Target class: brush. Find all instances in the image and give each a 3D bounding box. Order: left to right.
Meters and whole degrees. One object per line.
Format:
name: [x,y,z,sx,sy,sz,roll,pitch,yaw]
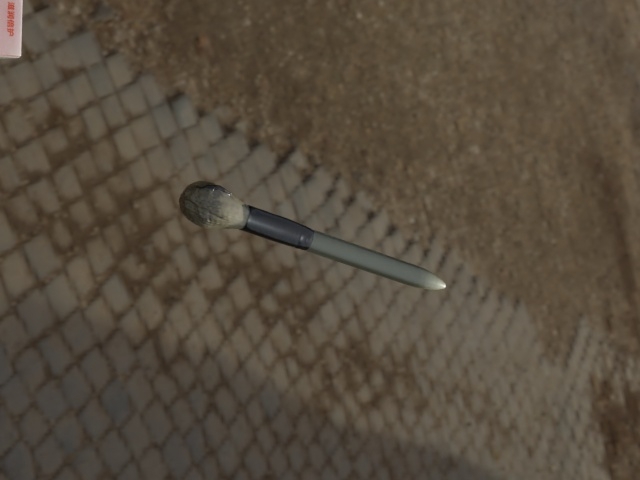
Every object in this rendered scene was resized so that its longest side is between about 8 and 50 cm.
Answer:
brush: [0.000,0.000,1.272,0.299,0.039,0.042,17,74,-25]

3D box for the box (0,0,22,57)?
box: [-0.315,-0.206,1.172,0.043,0.125,0.089,-1,97,-43]
